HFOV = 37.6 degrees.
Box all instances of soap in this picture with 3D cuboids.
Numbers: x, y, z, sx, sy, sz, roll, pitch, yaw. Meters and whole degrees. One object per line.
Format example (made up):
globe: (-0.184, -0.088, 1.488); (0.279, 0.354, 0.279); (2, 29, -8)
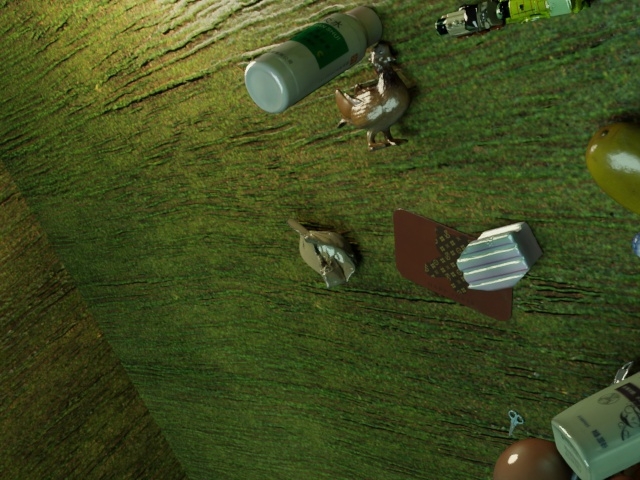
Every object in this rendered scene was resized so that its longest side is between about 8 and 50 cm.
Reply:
soap: (0.311, 0.033, 1.647); (0.149, 0.056, 0.100); (-19, 103, 50)

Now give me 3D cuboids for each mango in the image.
mango: (0.466, -0.088, 1.336); (0.195, 0.092, 0.130); (48, 144, -5)

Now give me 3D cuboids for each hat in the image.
hat: (0.000, 0.000, 1.980); (0.175, 0.085, 0.147); (47, 165, 47)

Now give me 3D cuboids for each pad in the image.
pad: (0.248, 0.046, 1.785); (0.267, 0.004, 0.181); (24, 138, 33)

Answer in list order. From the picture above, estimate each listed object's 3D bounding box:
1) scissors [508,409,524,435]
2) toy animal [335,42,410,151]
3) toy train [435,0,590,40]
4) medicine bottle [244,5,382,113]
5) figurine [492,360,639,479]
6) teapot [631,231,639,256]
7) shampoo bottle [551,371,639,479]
scissors: (0.394, 0.378, 1.927); (0.036, 0.006, 0.083); (35, 143, 24)
toy animal: (0.084, -0.246, 1.639); (0.188, 0.089, 0.179); (-1, 104, 49)
toy train: (0.267, -0.328, 1.345); (0.249, 0.085, 0.053); (-1, 104, 49)
medicine bottle: (-0.004, -0.299, 1.521); (0.095, 0.260, 0.095); (29, 138, 30)
figurine: (0.456, 0.369, 1.511); (0.248, 0.388, 0.277); (27, 141, 32)
teapot: (0.543, 0.046, 1.230); (0.280, 0.252, 0.424); (24, 106, 31)
shampoo bottle: (0.512, 0.226, 1.363); (0.134, 0.359, 0.078); (-127, 15, -62)
